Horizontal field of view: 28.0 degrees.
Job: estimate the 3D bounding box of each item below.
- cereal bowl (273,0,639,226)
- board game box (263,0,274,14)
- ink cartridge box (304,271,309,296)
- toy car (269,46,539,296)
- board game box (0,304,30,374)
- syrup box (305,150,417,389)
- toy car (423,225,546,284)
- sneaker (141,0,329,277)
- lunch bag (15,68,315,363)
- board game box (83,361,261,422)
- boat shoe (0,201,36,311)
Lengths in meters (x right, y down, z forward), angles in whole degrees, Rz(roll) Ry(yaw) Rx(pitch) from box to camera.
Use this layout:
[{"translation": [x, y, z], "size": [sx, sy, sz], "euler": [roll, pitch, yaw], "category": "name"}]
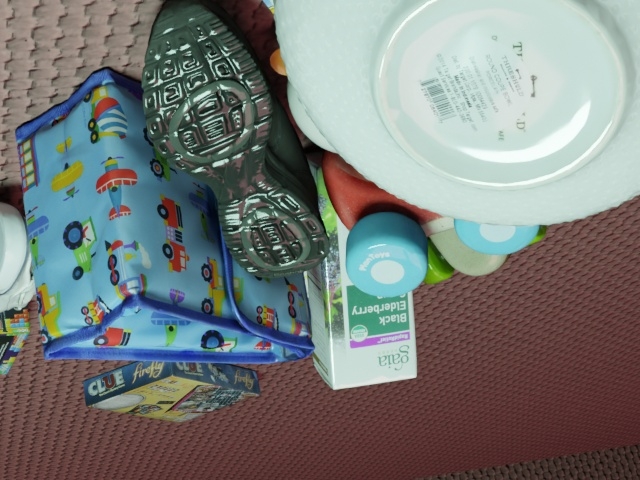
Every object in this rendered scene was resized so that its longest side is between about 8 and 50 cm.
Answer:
[{"translation": [0.126, -0.137, 0.861], "size": [0.338, 0.141, 0.339], "euler": [6, 131, 7], "category": "cereal bowl"}, {"translation": [0.058, -0.203, 0.938], "size": [0.201, 0.035, 0.136], "euler": [-25, 121, 30], "category": "board game box"}, {"translation": [0.000, 0.000, 1.453], "size": [0.089, 0.092, 0.143], "euler": [-8, 160, -13], "category": "ink cartridge box"}, {"translation": [0.063, -0.119, 1.105], "size": [0.210, 0.219, 0.238], "euler": [-22, 129, 24], "category": "toy car"}, {"translation": [-0.446, 0.124, 1.590], "size": [0.141, 0.048, 0.170], "euler": [0, 157, -24], "category": "board game box"}, {"translation": [0.039, 0.027, 1.329], "size": [0.093, 0.237, 0.096], "euler": [-7, -167, -13], "category": "syrup box"}, {"translation": [0.186, -0.055, 1.422], "size": [0.155, 0.149, 0.188], "euler": [-25, -175, 39], "category": "toy car"}, {"translation": [-0.075, -0.098, 1.108], "size": [0.109, 0.130, 0.286], "euler": [-13, 132, 8], "category": "sneaker"}, {"translation": [-0.117, -0.002, 1.195], "size": [0.138, 0.221, 0.293], "euler": [-27, 155, 35], "category": "lunch bag"}, {"translation": [-0.227, 0.230, 1.998], "size": [0.165, 0.042, 0.243], "euler": [-21, 158, 24], "category": "board game box"}, {"translation": [-0.325, 0.019, 1.345], "size": [0.084, 0.095, 0.258], "euler": [-6, 170, -26], "category": "boat shoe"}]
